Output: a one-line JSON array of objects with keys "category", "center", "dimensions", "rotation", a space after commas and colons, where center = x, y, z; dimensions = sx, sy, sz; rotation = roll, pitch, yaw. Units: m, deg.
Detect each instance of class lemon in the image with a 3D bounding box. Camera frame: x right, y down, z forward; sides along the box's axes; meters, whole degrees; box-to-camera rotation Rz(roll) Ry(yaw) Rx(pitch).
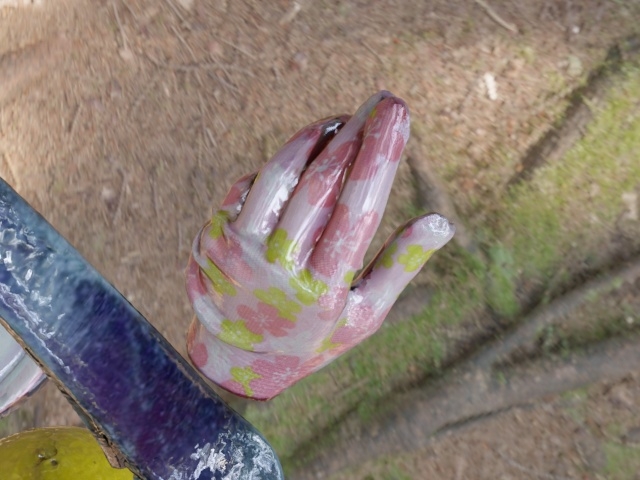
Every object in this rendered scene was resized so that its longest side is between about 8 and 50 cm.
[{"category": "lemon", "center": [-0.264, 0.305, 1.278], "dimensions": [0.253, 0.228, 0.228], "rotation": [25, 102, -45]}]

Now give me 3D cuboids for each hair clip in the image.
[{"category": "hair clip", "center": [-0.094, 0.015, 0.421], "dimensions": [0.048, 0.083, 0.275], "rotation": [-47, 138, -16]}]

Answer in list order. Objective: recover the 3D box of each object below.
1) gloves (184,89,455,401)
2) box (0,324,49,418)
[{"category": "gloves", "center": [-0.008, 0.002, 0.882], "dimensions": [0.126, 0.145, 0.241], "rotation": [-19, 144, -45]}, {"category": "box", "center": [-0.244, 0.040, 0.797], "dimensions": [0.135, 0.151, 0.151], "rotation": [38, 99, 22]}]
